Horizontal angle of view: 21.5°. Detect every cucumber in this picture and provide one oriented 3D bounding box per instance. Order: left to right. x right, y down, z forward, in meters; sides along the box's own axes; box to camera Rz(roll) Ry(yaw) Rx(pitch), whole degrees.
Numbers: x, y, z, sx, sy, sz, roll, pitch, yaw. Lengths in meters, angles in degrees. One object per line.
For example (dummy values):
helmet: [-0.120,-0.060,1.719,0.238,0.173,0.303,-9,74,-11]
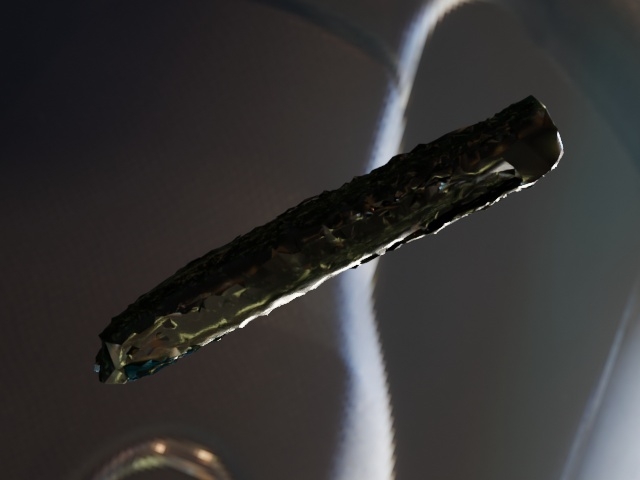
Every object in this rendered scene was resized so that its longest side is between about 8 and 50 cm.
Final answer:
cucumber: [0.000,0.000,0.828,0.257,0.044,0.043,-28,138,0]
